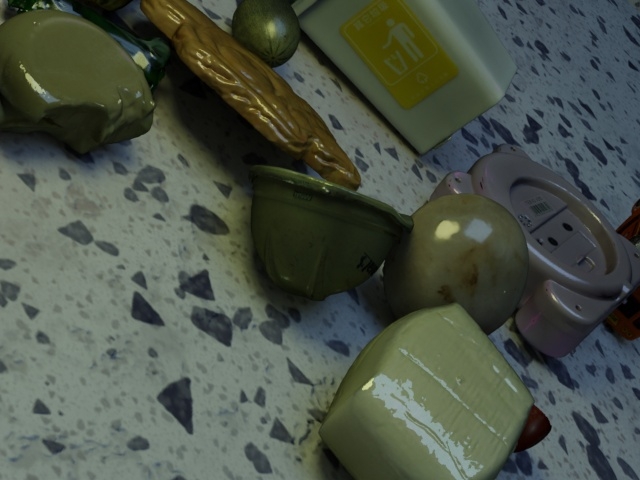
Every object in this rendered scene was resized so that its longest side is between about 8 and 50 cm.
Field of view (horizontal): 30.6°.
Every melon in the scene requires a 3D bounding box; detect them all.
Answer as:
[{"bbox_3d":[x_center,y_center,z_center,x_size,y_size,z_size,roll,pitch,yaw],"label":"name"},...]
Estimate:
[{"bbox_3d":[-0.078,-0.301,1.675,0.098,0.098,0.131,28,29,-30],"label":"melon"}]

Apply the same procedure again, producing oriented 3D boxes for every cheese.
[{"bbox_3d":[-0.291,-0.170,1.278,0.175,0.091,0.202,54,33,8],"label":"cheese"}]

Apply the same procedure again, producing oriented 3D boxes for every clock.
[{"bbox_3d":[0.338,0.001,1.817,0.322,0.113,0.295,46,39,12],"label":"clock"}]

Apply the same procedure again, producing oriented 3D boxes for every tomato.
[{"bbox_3d":[0.201,0.210,1.473,0.174,0.082,0.166,35,-5,16],"label":"tomato"}]

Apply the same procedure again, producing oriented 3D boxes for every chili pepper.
[{"bbox_3d":[-0.277,-0.241,1.401,0.216,0.062,0.108,24,39,-31],"label":"chili pepper"}]

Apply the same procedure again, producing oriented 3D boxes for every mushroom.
[{"bbox_3d":[0.165,0.028,1.558,0.207,0.207,0.215,27,6,-31],"label":"mushroom"}]

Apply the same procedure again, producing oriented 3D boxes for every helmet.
[{"bbox_3d":[0.000,0.004,1.408,0.204,0.137,0.257,17,0,20],"label":"helmet"}]

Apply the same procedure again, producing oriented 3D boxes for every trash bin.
[{"bbox_3d":[0.137,-0.352,1.875,0.368,0.256,0.296,50,29,-10],"label":"trash bin"}]

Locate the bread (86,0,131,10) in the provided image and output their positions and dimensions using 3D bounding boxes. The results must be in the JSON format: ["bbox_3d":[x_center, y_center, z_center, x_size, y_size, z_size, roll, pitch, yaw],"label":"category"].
[{"bbox_3d":[-0.244,-0.376,1.552,0.098,0.087,0.269,20,32,6],"label":"bread"}]

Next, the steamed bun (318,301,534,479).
[{"bbox_3d":[0.111,0.197,1.308,0.200,0.155,0.250,48,42,3],"label":"steamed bun"}]

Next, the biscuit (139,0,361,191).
[{"bbox_3d":[-0.083,-0.197,1.511,0.376,0.051,0.269,44,12,7],"label":"biscuit"}]

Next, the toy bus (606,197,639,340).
[{"bbox_3d":[0.576,0.036,2.063,0.143,0.153,0.329,45,33,-2],"label":"toy bus"}]
